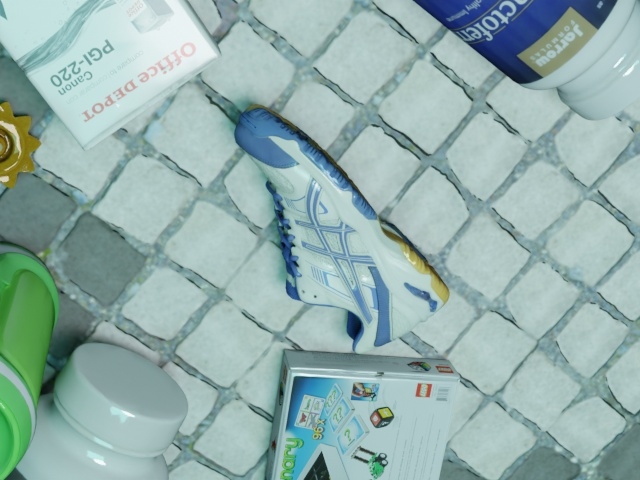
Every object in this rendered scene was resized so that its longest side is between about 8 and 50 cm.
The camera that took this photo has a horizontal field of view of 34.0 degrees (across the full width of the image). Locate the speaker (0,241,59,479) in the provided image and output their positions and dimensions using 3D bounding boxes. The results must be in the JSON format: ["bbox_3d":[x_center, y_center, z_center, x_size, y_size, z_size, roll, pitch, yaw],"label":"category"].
[{"bbox_3d":[-0.306,0.102,0.938,0.131,0.296,0.131,-3,111,-8],"label":"speaker"}]

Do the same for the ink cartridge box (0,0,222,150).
[{"bbox_3d":[-0.214,-0.215,0.943,0.158,0.092,0.218,-34,113,2],"label":"ink cartridge box"}]

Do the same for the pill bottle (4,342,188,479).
[{"bbox_3d":[-0.266,0.270,1.073,0.176,0.176,0.318,27,104,-17],"label":"pill bottle"}]

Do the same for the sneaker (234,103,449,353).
[{"bbox_3d":[0.000,0.000,1.049,0.131,0.112,0.296,-40,110,7],"label":"sneaker"}]

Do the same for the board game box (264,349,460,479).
[{"bbox_3d":[0.034,0.275,1.189,0.193,0.053,0.305,5,109,-12],"label":"board game box"}]

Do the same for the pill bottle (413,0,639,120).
[{"bbox_3d":[0.193,-0.235,0.968,0.265,0.153,0.153,34,102,-19],"label":"pill bottle"}]

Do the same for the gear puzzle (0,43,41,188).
[{"bbox_3d":[-0.394,-0.174,0.953,0.339,0.044,0.175,41,79,-26],"label":"gear puzzle"}]
